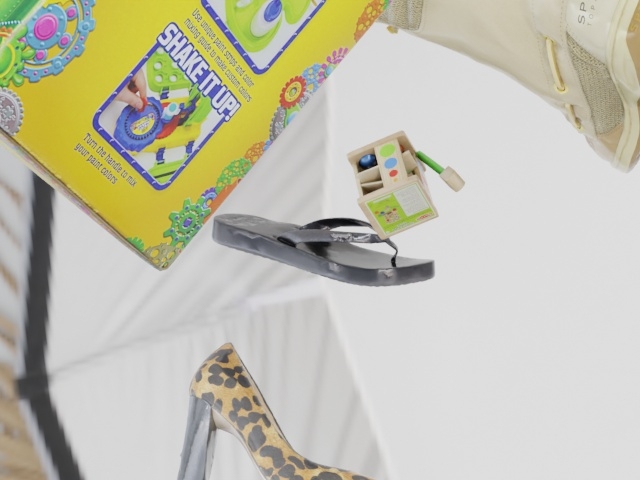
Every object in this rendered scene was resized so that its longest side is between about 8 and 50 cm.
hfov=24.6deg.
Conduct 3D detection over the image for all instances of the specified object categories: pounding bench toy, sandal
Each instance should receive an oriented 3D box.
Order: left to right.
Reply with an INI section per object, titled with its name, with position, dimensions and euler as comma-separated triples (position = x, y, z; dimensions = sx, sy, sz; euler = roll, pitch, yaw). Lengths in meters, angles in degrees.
[sandal]
position = -0.001, 0.000, 1.563
dimensions = 0.255, 0.054, 0.097
euler = 14, 14, 20
[pounding bench toy]
position = 0.072, -0.054, 1.193
dimensions = 0.083, 0.065, 0.052
euler = -22, -43, 13

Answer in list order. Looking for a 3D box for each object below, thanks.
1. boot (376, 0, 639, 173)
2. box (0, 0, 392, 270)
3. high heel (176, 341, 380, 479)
[boot]
position = 0.143, -0.140, 1.013
dimensions = 0.203, 0.095, 0.262
euler = 22, -7, 17
[box]
position = -0.114, -0.193, 0.703
dimensions = 0.290, 0.279, 0.177
euler = 36, -7, 33
[high heel]
position = -0.017, 0.198, 1.532
dimensions = 0.261, 0.186, 0.093
euler = 5, -28, 8
